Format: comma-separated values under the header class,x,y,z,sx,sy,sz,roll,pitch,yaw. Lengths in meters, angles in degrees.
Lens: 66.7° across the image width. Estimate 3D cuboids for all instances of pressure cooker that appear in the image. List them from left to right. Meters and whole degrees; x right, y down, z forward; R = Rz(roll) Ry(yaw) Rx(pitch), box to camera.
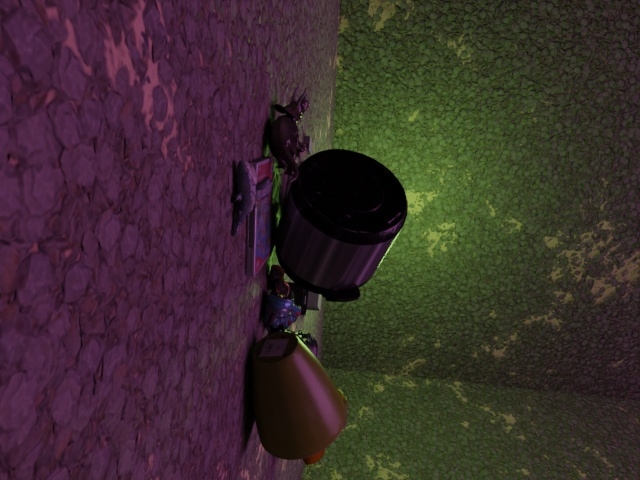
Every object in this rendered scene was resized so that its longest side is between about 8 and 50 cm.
class,x,y,z,sx,sy,sz,roll,pitch,yaw
pressure cooker,0.043,-0.035,1.557,0.370,0.375,0.420,-54,172,-41

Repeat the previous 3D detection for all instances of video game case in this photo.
class,x,y,z,sx,sy,sz,roll,pitch,yaw
video game case,-0.159,-0.071,1.286,0.204,0.025,0.285,-68,162,-75

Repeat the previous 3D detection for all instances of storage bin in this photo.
class,x,y,z,sx,sy,sz,roll,pitch,yaw
storage bin,-0.099,0.233,1.940,0.180,0.084,0.122,61,33,-80

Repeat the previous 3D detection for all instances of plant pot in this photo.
class,x,y,z,sx,sy,sz,roll,pitch,yaw
plant pot,-0.092,0.422,1.410,0.275,0.274,0.294,-77,154,-60

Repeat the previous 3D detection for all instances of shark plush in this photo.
class,x,y,z,sx,sy,sz,roll,pitch,yaw
shark plush,-0.178,-0.093,1.064,0.161,0.073,0.067,-66,158,9

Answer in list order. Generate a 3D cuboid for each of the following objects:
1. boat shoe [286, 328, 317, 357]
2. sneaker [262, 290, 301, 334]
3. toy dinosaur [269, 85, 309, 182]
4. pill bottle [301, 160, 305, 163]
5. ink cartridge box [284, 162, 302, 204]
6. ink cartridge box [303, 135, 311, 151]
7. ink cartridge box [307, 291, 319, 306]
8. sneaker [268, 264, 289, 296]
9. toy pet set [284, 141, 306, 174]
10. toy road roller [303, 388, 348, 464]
class,x,y,z,sx,sy,sz,roll,pitch,yaw
boat shoe,-0.094,0.409,1.774,0.500,0.155,0.187,61,36,-79
sneaker,-0.139,0.246,1.568,0.262,0.104,0.125,68,44,-70
toy dinosaur,-0.103,-0.281,1.364,0.160,0.121,0.314,74,21,-45
pill bottle,-0.063,-0.296,2.081,0.043,0.043,0.083,-76,170,-62
ink cartridge box,-0.086,-0.136,1.890,0.311,0.065,0.186,89,8,-62
ink cartridge box,-0.055,-0.417,2.154,0.115,0.029,0.063,48,47,-85
ink cartridge box,-0.041,0.299,2.672,0.208,0.086,0.153,78,18,-76
sneaker,-0.144,0.145,1.563,0.158,0.061,0.065,79,30,-47
toy pet set,-0.106,-0.301,1.620,0.114,0.065,0.122,-39,143,-32
toy road roller,-0.013,0.809,2.091,0.240,0.329,0.203,-133,-139,-56
